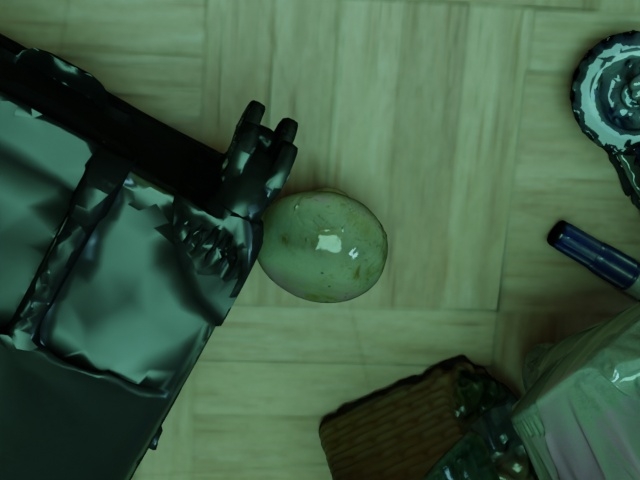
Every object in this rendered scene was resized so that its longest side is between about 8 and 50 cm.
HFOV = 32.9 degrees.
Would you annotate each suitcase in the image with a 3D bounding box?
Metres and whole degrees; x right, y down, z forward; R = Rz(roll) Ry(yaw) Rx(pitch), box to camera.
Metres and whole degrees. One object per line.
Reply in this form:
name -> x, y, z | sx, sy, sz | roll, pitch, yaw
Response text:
suitcase -> -0.223, 0.066, 0.596 | 0.283, 0.194, 0.433 | 28, 103, -10

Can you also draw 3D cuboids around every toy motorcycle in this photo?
toy motorcycle -> 0.287, -0.045, 0.652 | 0.204, 0.108, 0.239 | -30, 107, 4

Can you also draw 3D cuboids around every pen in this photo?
pen -> 0.237, 0.043, 0.718 | 0.204, 0.025, 0.025 | 29, 102, -13

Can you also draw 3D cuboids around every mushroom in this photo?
mushroom -> 0.000, 0.000, 0.662 | 0.084, 0.083, 0.067 | 13, 61, -9

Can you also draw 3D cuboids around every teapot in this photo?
teapot -> 0.206, 0.116, 0.634 | 0.163, 0.221, 0.178 | -41, 80, 17

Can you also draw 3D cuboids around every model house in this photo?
model house -> 0.089, 0.197, 0.676 | 0.167, 0.172, 0.182 | -24, 107, 4
